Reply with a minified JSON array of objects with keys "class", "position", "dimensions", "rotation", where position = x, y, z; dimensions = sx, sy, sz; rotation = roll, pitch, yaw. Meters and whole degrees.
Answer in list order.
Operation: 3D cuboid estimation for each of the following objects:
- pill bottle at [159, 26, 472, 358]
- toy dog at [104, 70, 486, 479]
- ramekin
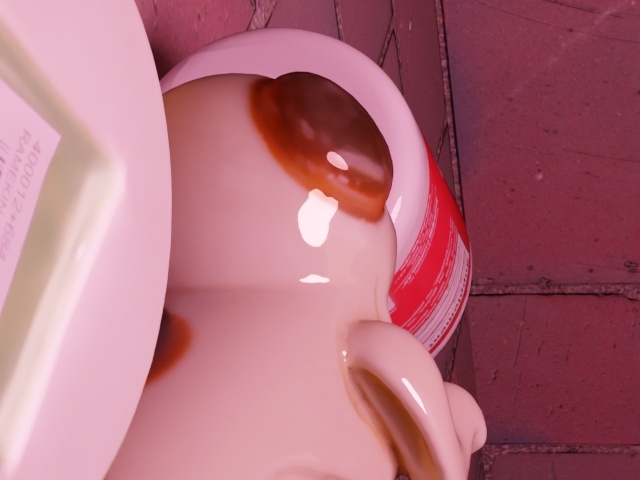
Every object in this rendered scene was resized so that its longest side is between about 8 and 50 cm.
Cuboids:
[{"class":"pill bottle","position":[0.000,0.000,1.576],"dimensions":[0.407,0.229,0.229],"rotation":[53,38,-70]},{"class":"toy dog","position":[-0.077,0.094,1.205],"dimensions":[0.395,0.284,0.408],"rotation":[30,59,-32]},{"class":"ramekin","position":[-0.179,-0.007,0.683],"dimensions":[0.303,0.148,0.303],"rotation":[-12,103,-63]}]
